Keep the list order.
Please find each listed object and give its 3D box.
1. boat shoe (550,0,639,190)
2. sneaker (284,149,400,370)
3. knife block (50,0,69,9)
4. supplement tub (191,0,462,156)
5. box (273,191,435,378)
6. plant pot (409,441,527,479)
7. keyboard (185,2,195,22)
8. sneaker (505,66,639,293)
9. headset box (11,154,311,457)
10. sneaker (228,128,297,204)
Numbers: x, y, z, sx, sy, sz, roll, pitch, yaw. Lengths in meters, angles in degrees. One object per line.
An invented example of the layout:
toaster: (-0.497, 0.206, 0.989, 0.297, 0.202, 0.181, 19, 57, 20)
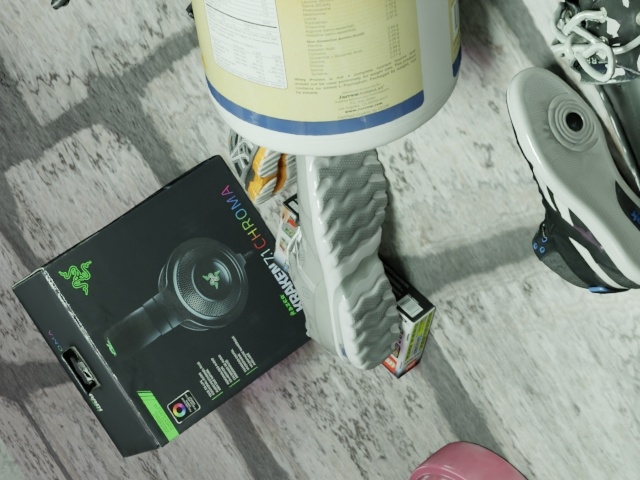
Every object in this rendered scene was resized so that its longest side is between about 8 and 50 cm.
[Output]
boat shoe: (0.230, -0.154, 1.316, 0.306, 0.105, 0.113, 64, 164, -20)
sneaker: (0.000, 0.000, 1.799, 0.115, 0.105, 0.281, 12, 118, 40)
knife block: (-0.201, -0.344, 1.830, 0.276, 0.242, 0.088, -31, 96, 17)
supplement tub: (-0.002, -0.254, 1.447, 0.228, 0.228, 0.316, 32, 144, 36)
box: (0.033, 0.047, 1.916, 0.207, 0.036, 0.114, 43, 149, 22)
plant pot: (0.140, 0.351, 1.926, 0.201, 0.180, 0.201, 38, 147, 30)
keyboard: (-0.095, -0.260, 1.800, 0.108, 0.023, 0.180, 55, 151, 0)
sneaker: (0.206, -0.040, 1.514, 0.217, 0.079, 0.121, 55, 150, -4)
headset box: (-0.182, 0.081, 2.022, 0.246, 0.283, 0.131, 58, 152, -4)
sneaker: (-0.057, -0.112, 1.834, 0.083, 0.084, 0.215, 56, 156, 12)
